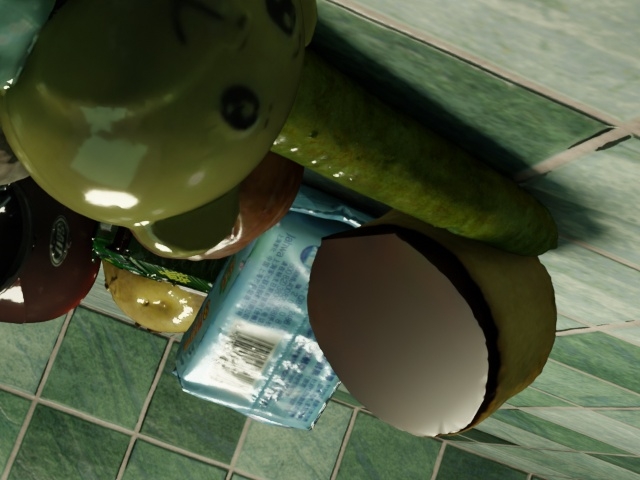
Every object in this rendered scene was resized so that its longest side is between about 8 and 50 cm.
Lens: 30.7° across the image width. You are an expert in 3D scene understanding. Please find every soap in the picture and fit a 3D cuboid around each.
[{"bbox_3d":[-0.029,0.069,1.120,0.156,0.293,0.077,24,-148,-13],"label":"soap"}]

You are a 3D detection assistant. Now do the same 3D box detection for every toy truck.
[{"bbox_3d":[-0.127,0.015,1.267,0.259,0.088,0.121,15,167,19],"label":"toy truck"}]

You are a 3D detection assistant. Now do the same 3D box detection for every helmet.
[{"bbox_3d":[-0.364,0.007,1.423,0.193,0.189,0.216,9,171,-24],"label":"helmet"}]

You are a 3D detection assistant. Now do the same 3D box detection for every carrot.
[{"bbox_3d":[0.043,-0.062,0.797,0.359,0.074,0.074,24,167,-34],"label":"carrot"}]

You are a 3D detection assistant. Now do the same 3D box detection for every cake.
[{"bbox_3d":[0.112,0.044,0.964,0.185,0.178,0.207,28,135,31],"label":"cake"}]

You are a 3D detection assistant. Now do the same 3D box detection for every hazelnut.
[{"bbox_3d":[-0.082,-0.051,0.842,0.154,0.143,0.143,-13,150,36],"label":"hazelnut"}]

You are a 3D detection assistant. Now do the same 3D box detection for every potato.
[{"bbox_3d":[-0.209,0.035,1.439,0.243,0.138,0.098,9,159,31],"label":"potato"}]

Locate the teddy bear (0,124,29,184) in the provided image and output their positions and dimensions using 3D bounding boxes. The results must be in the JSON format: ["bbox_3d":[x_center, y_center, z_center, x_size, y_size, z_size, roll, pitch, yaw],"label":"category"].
[{"bbox_3d":[-0.306,-0.122,0.868,0.267,0.151,0.236,8,166,45],"label":"teddy bear"}]

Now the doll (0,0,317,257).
[{"bbox_3d":[-0.122,-0.116,0.559,0.261,0.177,0.161,30,160,-30],"label":"doll"}]
